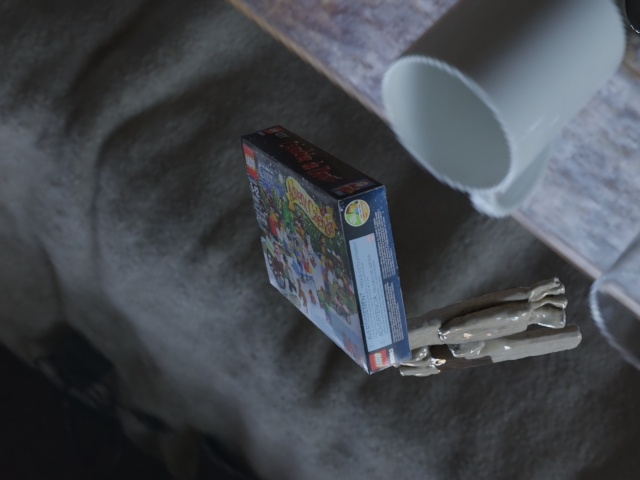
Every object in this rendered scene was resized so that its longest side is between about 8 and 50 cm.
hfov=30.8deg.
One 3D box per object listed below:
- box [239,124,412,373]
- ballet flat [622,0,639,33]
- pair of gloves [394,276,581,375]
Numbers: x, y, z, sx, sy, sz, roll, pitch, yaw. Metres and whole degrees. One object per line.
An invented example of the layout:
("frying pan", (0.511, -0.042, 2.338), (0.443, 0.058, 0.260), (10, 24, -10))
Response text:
("box", (0.000, 0.000, 1.039), (0.233, 0.044, 0.159), (-143, 38, -61))
("ballet flat", (0.371, -0.358, 1.319), (0.084, 0.058, 0.250), (-3, 104, 27))
("pair of gloves", (0.162, 0.094, 1.204), (0.204, 0.042, 0.240), (-13, 161, 13))
